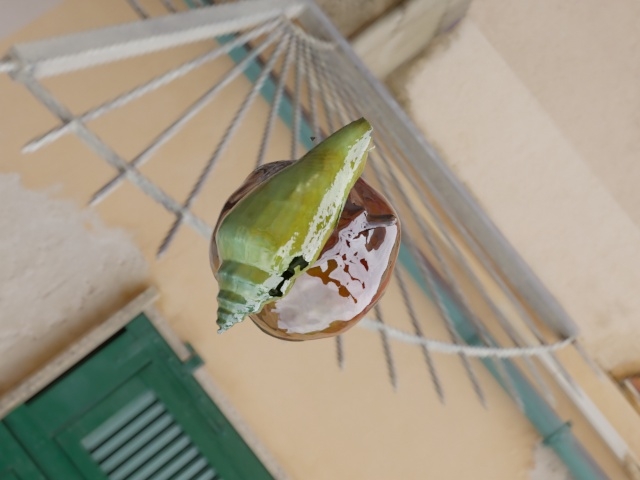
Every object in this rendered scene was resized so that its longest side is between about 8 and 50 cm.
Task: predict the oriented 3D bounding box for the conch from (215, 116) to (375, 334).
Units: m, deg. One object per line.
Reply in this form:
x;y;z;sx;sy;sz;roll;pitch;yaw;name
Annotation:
-0.029;-0.011;0.893;0.201;0.079;0.095;-45;172;-16;conch

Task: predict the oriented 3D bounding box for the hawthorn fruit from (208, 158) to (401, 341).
0.000;0.000;1.165;0.208;0.208;0.248;-37;-177;-32;hawthorn fruit
